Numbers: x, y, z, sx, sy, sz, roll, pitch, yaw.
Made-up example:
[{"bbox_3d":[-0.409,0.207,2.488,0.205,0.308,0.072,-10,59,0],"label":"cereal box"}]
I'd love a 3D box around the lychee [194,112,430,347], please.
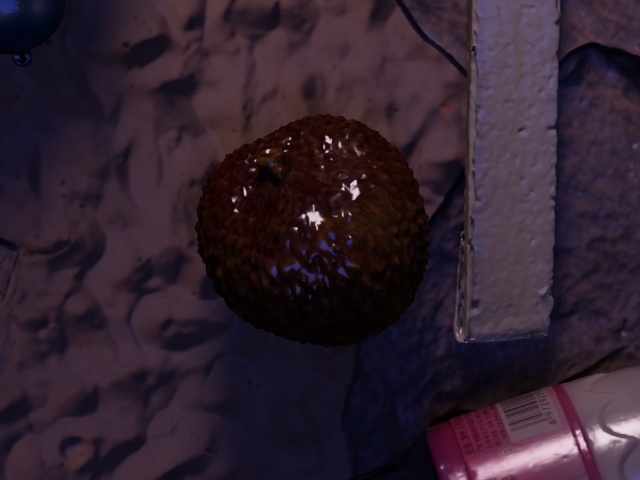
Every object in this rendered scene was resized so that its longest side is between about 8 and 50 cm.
[{"bbox_3d":[-0.003,-0.006,1.519,0.195,0.194,0.194,-2,108,-6],"label":"lychee"}]

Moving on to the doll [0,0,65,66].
[{"bbox_3d":[-0.245,-0.207,1.478,0.114,0.085,0.151,-13,98,13],"label":"doll"}]

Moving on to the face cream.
[{"bbox_3d":[0.201,0.210,1.608,0.195,0.175,0.175,-18,109,1],"label":"face cream"}]

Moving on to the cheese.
[{"bbox_3d":[0.156,-0.106,1.575,0.085,0.034,0.400,-1,108,-6],"label":"cheese"}]
